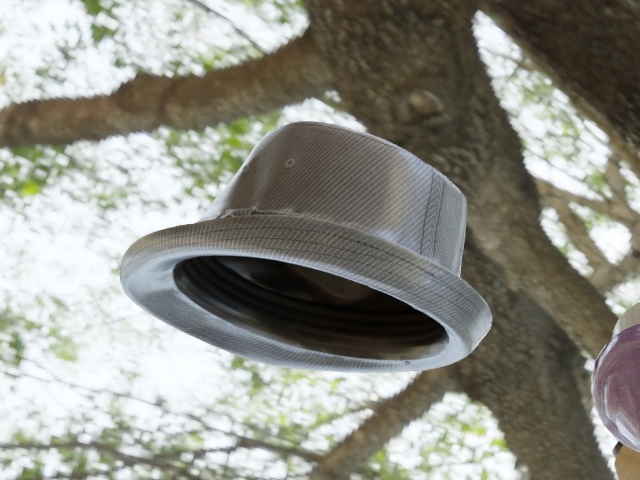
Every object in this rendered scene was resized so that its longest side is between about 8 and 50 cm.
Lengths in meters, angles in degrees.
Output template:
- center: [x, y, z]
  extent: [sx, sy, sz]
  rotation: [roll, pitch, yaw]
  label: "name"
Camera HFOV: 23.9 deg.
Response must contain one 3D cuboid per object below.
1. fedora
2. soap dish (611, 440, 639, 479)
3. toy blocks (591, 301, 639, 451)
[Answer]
- center: [0.000, 0.000, 1.064]
  extent: [0.275, 0.243, 0.124]
  rotation: [-15, -126, 54]
  label: "fedora"
- center: [0.358, 0.101, 1.101]
  extent: [0.118, 0.291, 0.229]
  rotation: [45, -47, 29]
  label: "soap dish"
- center: [0.247, 0.086, 0.475]
  extent: [0.288, 0.260, 0.309]
  rotation: [40, -67, -3]
  label: "toy blocks"
